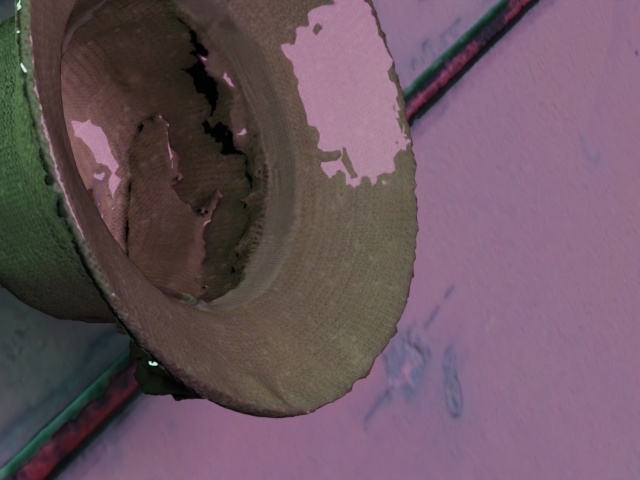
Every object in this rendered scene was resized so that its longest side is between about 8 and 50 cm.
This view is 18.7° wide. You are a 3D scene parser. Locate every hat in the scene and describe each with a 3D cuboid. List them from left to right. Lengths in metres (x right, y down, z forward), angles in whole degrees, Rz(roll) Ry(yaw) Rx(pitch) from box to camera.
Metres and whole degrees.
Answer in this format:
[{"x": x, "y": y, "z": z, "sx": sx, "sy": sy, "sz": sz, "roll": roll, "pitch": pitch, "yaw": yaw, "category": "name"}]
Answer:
[{"x": -0.079, "y": -0.039, "z": 0.809, "sx": 0.257, "sy": 0.130, "sz": 0.257, "roll": 27, "pitch": 55, "yaw": -48, "category": "hat"}]
